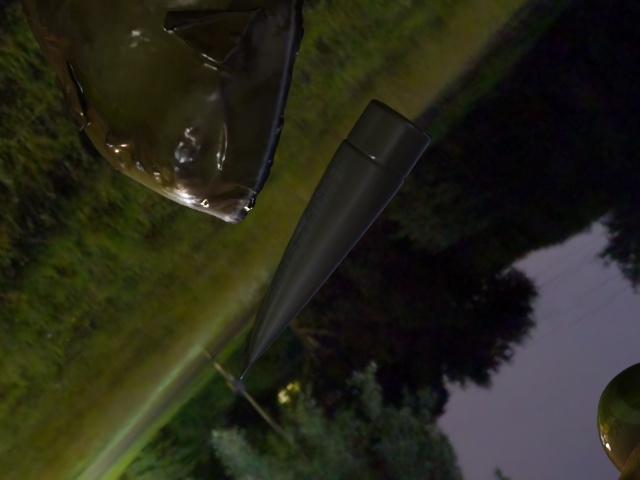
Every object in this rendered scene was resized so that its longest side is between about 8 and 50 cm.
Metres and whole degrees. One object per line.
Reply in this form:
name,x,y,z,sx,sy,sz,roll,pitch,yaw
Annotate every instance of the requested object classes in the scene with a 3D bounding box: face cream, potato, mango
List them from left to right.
potato,-0.132,-0.168,0.676,0.196,0.300,0.246,7,164,-18
face cream,0.000,0.000,1.041,0.341,0.084,0.137,-56,-170,11
mango,0.378,0.206,1.011,0.195,0.130,0.092,80,27,-45

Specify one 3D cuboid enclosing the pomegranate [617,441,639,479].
pomegranate,0.277,0.194,0.595,0.196,0.196,0.196,-42,175,-4
